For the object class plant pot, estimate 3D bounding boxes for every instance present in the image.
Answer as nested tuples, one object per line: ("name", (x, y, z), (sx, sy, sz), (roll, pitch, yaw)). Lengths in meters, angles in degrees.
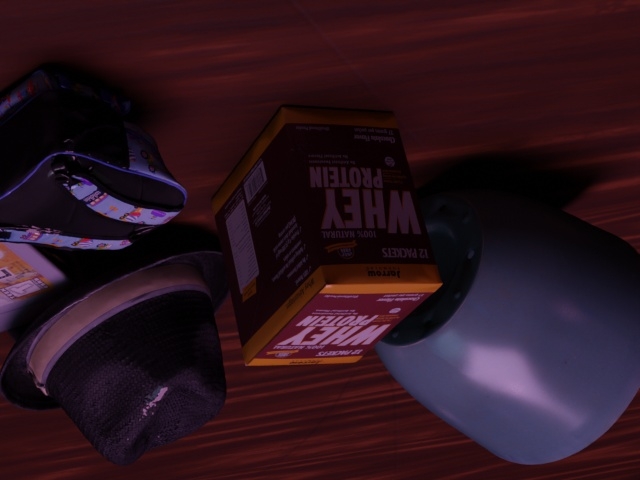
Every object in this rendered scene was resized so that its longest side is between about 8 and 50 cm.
("plant pot", (0.188, 0.075, 1.599), (0.235, 0.293, 0.293), (29, 134, -34))

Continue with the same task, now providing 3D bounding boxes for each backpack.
("backpack", (-0.213, -0.061, 1.282), (0.158, 0.117, 0.173), (-32, 149, 35))

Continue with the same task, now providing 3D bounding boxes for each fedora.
("fedora", (-0.198, 0.149, 1.609), (0.334, 0.152, 0.334), (-29, 162, -10))

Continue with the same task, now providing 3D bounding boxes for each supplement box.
("supplement box", (0.000, 0.000, 1.426), (0.129, 0.194, 0.191), (1, 152, -29))

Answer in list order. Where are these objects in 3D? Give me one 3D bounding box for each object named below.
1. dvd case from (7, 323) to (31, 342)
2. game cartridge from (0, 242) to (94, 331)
("dvd case", (-0.282, 0.107, 1.722), (0.164, 0.018, 0.221), (-14, 155, -2))
("game cartridge", (-0.374, 0.028, 1.467), (0.198, 0.062, 0.297), (-21, 155, 6))
